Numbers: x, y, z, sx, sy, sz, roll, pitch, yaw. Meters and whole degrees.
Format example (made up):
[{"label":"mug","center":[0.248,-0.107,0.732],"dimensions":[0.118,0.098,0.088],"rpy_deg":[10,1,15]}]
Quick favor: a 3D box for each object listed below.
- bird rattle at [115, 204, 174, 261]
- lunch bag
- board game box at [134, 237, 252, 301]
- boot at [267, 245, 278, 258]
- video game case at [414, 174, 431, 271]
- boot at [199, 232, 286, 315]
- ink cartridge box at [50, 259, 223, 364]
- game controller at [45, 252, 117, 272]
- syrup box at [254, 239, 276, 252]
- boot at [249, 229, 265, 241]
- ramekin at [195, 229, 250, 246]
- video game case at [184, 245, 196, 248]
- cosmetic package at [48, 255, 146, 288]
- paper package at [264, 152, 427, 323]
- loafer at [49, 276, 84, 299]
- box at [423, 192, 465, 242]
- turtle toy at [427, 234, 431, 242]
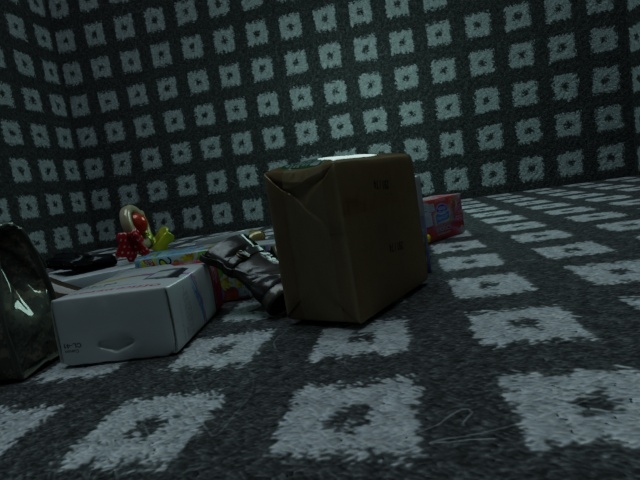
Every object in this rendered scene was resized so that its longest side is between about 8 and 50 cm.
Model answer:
[{"label":"bird rattle","center":[-0.646,-0.024,1.594],"dimensions":[0.143,0.207,0.253],"rpy_deg":[-25,-6,11]},{"label":"lunch bag","center":[-0.644,0.111,0.848],"dimensions":[0.235,0.287,0.169],"rpy_deg":[-9,7,4]},{"label":"board game box","center":[-0.319,0.089,1.210],"dimensions":[0.275,0.142,0.144],"rpy_deg":[-8,7,0]},{"label":"boot","center":[-0.087,0.070,1.278],"dimensions":[0.115,0.112,0.305],"rpy_deg":[1,4,-8]},{"label":"video game case","center":[0.132,-0.026,1.167],"dimensions":[0.270,0.244,0.061],"rpy_deg":[-7,6,7]},{"label":"boot","center":[-0.113,0.048,1.054],"dimensions":[0.229,0.091,0.263],"rpy_deg":[37,33,27]},{"label":"ink cartridge box","center":[-0.357,0.134,0.954],"dimensions":[0.226,0.131,0.306],"rpy_deg":[-7,6,4]},{"label":"game controller","center":[-0.826,0.076,1.570],"dimensions":[0.166,0.067,0.319],"rpy_deg":[5,-4,-42]},{"label":"syrup box","center":[-0.204,0.051,1.566],"dimensions":[0.237,0.093,0.096],"rpy_deg":[-4,8,33]},{"label":"boot","center":[-0.313,0.021,2.009],"dimensions":[0.236,0.089,0.269],"rpy_deg":[-23,12,-23]},{"label":"ramekin","center":[-0.358,0.036,1.724],"dimensions":[0.207,0.109,0.207],"rpy_deg":[-14,0,0]},{"label":"video game case","center":[-0.589,0.050,2.287],"dimensions":[0.275,0.035,0.248],"rpy_deg":[-3,9,35]},{"label":"cosmetic package","center":[-0.705,0.132,1.524],"dimensions":[0.377,0.097,0.284],"rpy_deg":[-12,6,-27]},{"label":"paper package","center":[0.069,-0.020,0.936],"dimensions":[0.168,0.309,0.325],"rpy_deg":[-4,10,37]},{"label":"loafer","center":[-0.717,0.158,1.192],"dimensions":[0.366,0.130,0.134],"rpy_deg":[-8,7,6]},{"label":"box","center":[0.370,-0.076,1.648],"dimensions":[0.300,0.154,0.142],"rpy_deg":[-15,10,-37]},{"label":"turtle toy","center":[0.280,0.019,1.348],"dimensions":[0.095,0.066,0.130],"rpy_deg":[-4,8,33]}]
